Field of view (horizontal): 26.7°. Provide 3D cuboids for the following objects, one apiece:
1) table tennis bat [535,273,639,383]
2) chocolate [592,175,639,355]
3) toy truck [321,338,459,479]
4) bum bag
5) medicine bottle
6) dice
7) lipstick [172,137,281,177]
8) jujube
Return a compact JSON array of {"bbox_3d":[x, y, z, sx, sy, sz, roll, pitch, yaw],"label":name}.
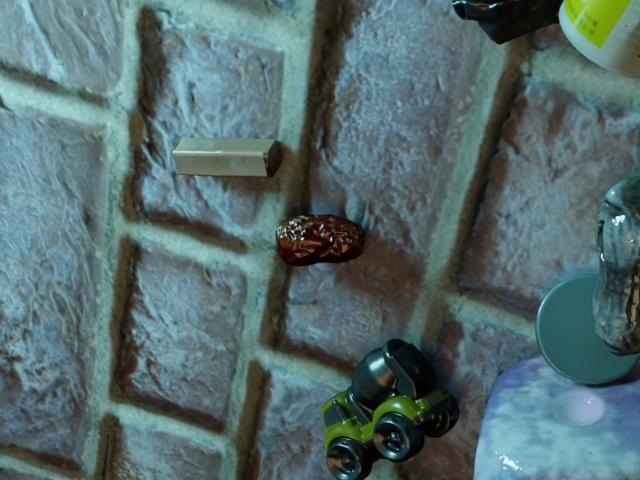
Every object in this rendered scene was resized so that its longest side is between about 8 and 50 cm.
[{"bbox_3d":[0.411,0.125,1.842,0.237,0.038,0.149,6,89,0],"label":"table tennis bat"},{"bbox_3d":[0.406,0.032,1.748,0.110,0.110,0.248,9,119,15],"label":"chocolate"},{"bbox_3d":[0.087,0.255,2.044,0.224,0.147,0.165,-33,84,39],"label":"toy truck"},{"bbox_3d":[0.170,-0.347,1.590,0.310,0.074,0.137,38,118,-16],"label":"bum bag"},{"bbox_3d":[0.382,-0.315,1.489,0.143,0.143,0.258,29,129,-1],"label":"medicine bottle"},{"bbox_3d":[0.370,0.333,1.890,0.270,0.270,0.271,3,126,19],"label":"dice"},{"bbox_3d":[-0.131,-0.117,1.899,0.145,0.045,0.045,2,127,19],"label":"lipstick"},{"bbox_3d":[0.000,0.000,1.917,0.129,0.077,0.077,1,125,14],"label":"jujube"}]
